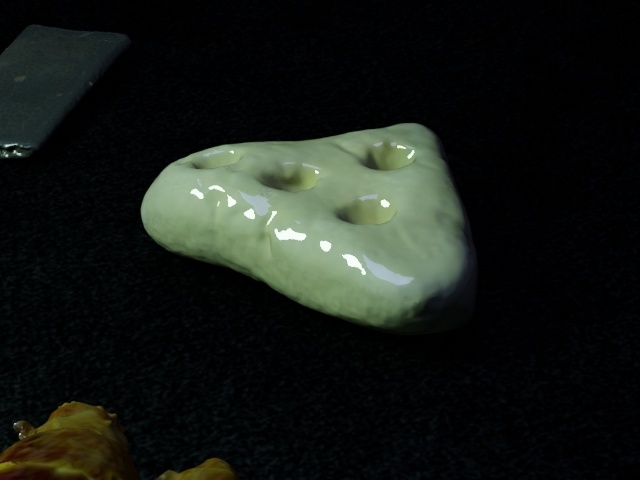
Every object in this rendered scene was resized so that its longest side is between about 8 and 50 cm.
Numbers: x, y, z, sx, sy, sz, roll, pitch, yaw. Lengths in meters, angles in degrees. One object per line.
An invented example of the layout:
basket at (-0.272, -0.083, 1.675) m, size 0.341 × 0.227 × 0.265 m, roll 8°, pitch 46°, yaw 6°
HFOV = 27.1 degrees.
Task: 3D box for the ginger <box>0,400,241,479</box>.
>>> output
ginger at (-0.148, 0.255, 1.005) m, size 0.274 × 0.152 × 0.357 m, roll -22°, pitch 41°, yaw -28°

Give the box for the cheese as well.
cheese at (0.000, 0.000, 1.402) m, size 0.351 × 0.130 × 0.328 m, roll -8°, pitch 34°, yaw -12°

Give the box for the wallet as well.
wallet at (-0.389, -0.201, 1.797) m, size 0.170 × 0.044 × 0.321 m, roll 8°, pitch 38°, yaw 14°
